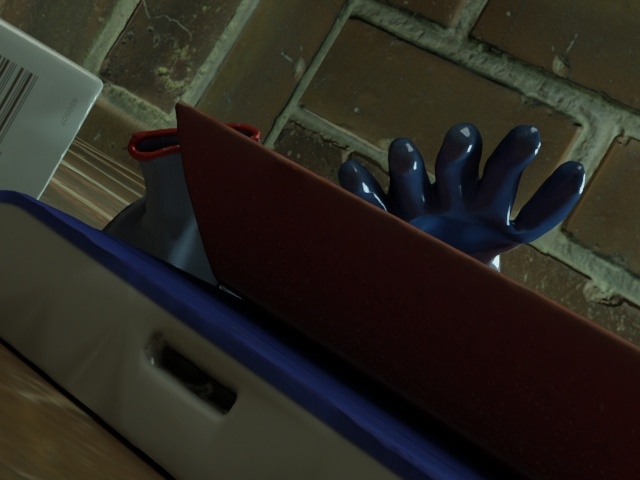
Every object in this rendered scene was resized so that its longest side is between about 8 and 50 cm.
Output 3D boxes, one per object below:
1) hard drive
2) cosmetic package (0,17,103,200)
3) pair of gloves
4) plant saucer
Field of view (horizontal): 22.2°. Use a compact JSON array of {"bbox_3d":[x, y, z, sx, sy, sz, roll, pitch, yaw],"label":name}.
[{"bbox_3d":[0.054,0.089,0.531,0.210,0.040,0.318,31,0,41],"label":"hard drive"},{"bbox_3d":[-0.203,-0.088,0.824,0.117,0.085,0.231,31,-2,-24],"label":"cosmetic package"},{"bbox_3d":[0.000,0.000,0.638,0.198,0.023,0.159,-4,-28,-3],"label":"pair of gloves"},{"bbox_3d":[0.098,0.063,0.524,0.258,0.048,0.259,30,1,40],"label":"plant saucer"}]
